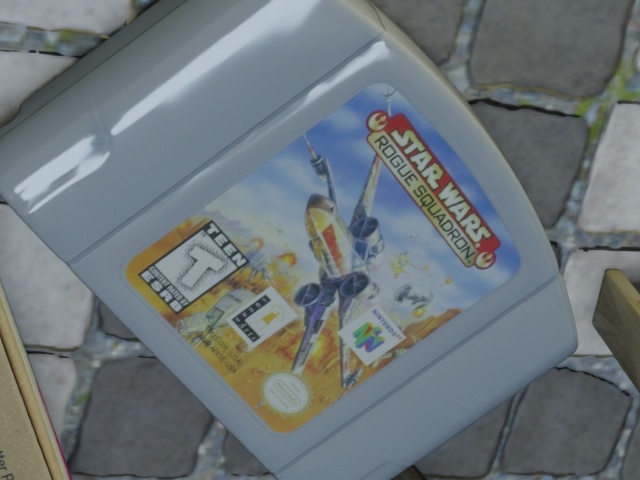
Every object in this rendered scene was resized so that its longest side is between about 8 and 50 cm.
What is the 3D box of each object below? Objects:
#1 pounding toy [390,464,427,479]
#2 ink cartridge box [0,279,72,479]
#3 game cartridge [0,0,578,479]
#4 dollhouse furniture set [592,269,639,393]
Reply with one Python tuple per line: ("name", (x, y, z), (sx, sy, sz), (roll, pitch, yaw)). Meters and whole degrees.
("pounding toy", (0.052, 0.206, 0.941), (0.130, 0.100, 0.141), (-35, 124, 7))
("ink cartridge box", (-0.227, 0.106, 0.804), (0.193, 0.088, 0.235), (-17, 123, -8))
("game cartridge", (0.000, 0.000, 0.830), (0.198, 0.062, 0.297), (-34, 124, 10))
("dollhouse furniture set", (0.264, 0.024, 0.875), (0.183, 0.129, 0.129), (-1, 121, -16))
